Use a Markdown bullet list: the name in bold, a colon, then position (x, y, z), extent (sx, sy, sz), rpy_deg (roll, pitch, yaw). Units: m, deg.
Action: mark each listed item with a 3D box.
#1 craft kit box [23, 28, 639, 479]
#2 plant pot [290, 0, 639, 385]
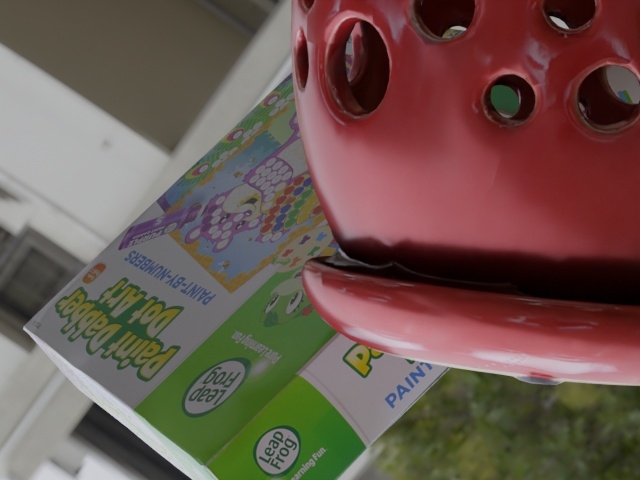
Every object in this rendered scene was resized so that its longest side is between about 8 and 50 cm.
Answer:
- **craft kit box**: position (0.000, 0.000, 0.804), extent (0.061, 0.246, 0.250), rpy_deg (49, 167, -25)
- **plant pot**: position (0.079, -0.043, 0.606), extent (0.191, 0.174, 0.191), rpy_deg (7, -177, 0)
